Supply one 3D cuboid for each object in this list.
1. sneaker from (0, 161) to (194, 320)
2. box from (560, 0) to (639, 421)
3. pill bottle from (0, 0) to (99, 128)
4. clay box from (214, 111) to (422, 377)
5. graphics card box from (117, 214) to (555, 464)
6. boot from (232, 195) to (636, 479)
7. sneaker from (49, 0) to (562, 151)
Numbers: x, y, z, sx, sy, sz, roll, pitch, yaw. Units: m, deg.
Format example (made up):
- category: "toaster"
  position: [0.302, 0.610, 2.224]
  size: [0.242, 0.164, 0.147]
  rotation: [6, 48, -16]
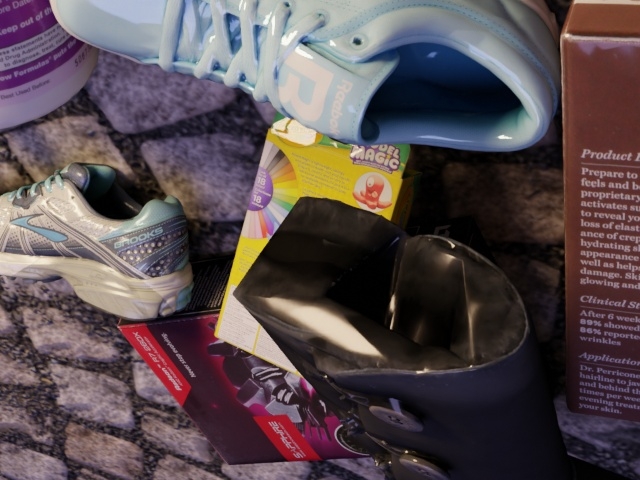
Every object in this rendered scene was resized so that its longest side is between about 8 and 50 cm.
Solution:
- category: "sneaker"
  position: [-0.242, -0.024, 1.114]
  size: [0.283, 0.110, 0.122]
  rotation: [15, 111, 18]
- category: "box"
  position: [0.278, -0.026, 0.848]
  size: [0.191, 0.143, 0.381]
  rotation: [7, 138, 18]
- category: "pill bottle"
  position: [-0.264, -0.240, 0.826]
  size: [0.169, 0.169, 0.301]
  rotation: [10, 137, 13]
- category: "clay box"
  position: [0.000, 0.000, 0.977]
  size: [0.127, 0.053, 0.222]
  rotation: [23, 106, 21]
- category: "graphics card box"
  position: [0.015, 0.110, 1.133]
  size: [0.371, 0.094, 0.233]
  rotation: [-9, 129, 29]
- category: "boot"
  position: [0.171, 0.159, 0.883]
  size: [0.367, 0.146, 0.445]
  rotation: [8, 145, 26]
- category: "sneaker"
  position: [-0.008, -0.138, 0.787]
  size: [0.366, 0.150, 0.135]
  rotation: [6, 127, -3]
